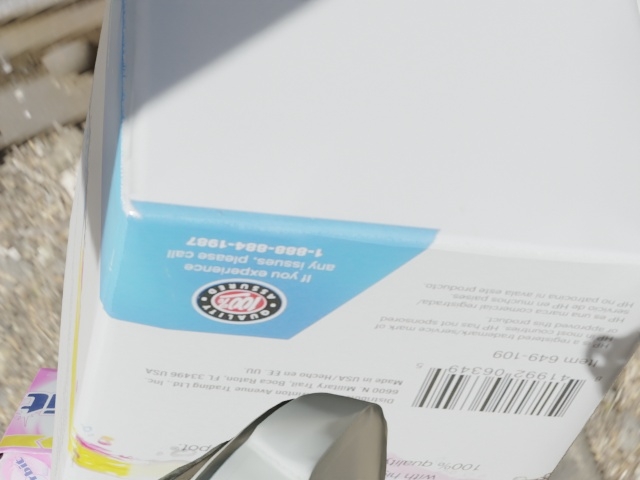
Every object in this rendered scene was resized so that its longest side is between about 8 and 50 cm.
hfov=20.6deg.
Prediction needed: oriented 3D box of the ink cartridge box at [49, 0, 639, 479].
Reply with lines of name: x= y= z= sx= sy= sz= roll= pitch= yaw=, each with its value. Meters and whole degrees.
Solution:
ink cartridge box: x=0.000 y=0.000 z=0.727 sx=0.198 sy=0.270 sz=0.197 roll=6 pitch=54 yaw=-12

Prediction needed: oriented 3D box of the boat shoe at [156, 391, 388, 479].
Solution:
boat shoe: x=-0.050 y=0.083 z=0.313 sx=0.070 sy=0.219 sz=0.078 roll=15 pitch=116 yaw=19

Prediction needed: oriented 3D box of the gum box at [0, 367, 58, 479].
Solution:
gum box: x=-0.134 y=0.147 z=1.258 sx=0.188 sy=0.107 sz=0.062 roll=2 pitch=119 yaw=10
